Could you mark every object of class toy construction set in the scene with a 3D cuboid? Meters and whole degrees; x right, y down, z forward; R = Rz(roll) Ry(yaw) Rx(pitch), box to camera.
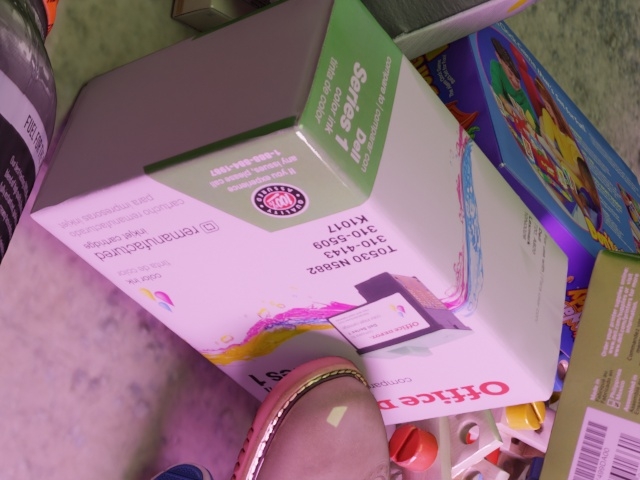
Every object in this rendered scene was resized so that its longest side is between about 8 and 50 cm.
[{"bbox_3d":[0.127,0.168,0.930,0.328,0.151,0.215,41,58,-52],"label":"toy construction set"}]

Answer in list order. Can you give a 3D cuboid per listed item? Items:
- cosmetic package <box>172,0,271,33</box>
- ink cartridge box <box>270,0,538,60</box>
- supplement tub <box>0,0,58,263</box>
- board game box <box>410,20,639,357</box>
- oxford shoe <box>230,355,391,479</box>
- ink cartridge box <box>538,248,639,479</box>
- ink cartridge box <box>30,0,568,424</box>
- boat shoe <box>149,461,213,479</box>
[{"bbox_3d":[-0.059,-0.197,0.811,0.060,0.041,0.115,24,70,-45],"label":"cosmetic package"},{"bbox_3d":[0.035,-0.281,0.830,0.307,0.072,0.303,-30,87,-42],"label":"ink cartridge box"},{"bbox_3d":[-0.237,-0.002,0.474,0.207,0.207,0.338,38,61,-40],"label":"supplement tub"},{"bbox_3d":[0.182,-0.039,0.972,0.347,0.078,0.233,38,33,-40],"label":"board game box"},{"bbox_3d":[0.021,0.241,0.738,0.123,0.130,0.348,-17,117,-34],"label":"oxford shoe"},{"bbox_3d":[0.270,0.111,0.887,0.255,0.097,0.188,4,101,-59],"label":"ink cartridge box"},{"bbox_3d":[0.000,0.000,0.732,0.278,0.201,0.117,45,44,-37],"label":"ink cartridge box"},{"bbox_3d":[-0.105,0.226,0.721,0.066,0.066,0.183,43,67,-44],"label":"boat shoe"}]
